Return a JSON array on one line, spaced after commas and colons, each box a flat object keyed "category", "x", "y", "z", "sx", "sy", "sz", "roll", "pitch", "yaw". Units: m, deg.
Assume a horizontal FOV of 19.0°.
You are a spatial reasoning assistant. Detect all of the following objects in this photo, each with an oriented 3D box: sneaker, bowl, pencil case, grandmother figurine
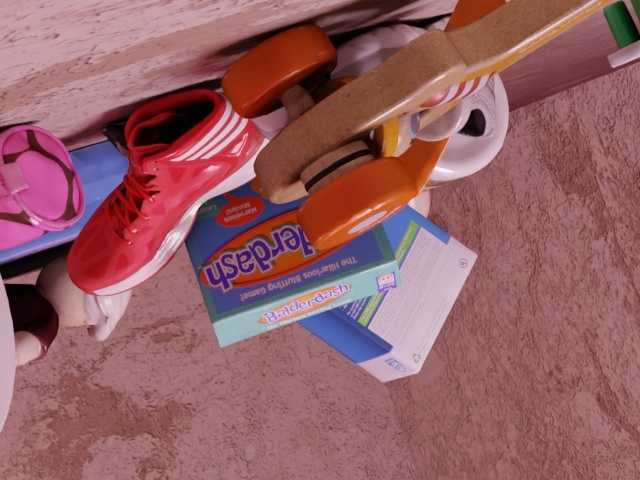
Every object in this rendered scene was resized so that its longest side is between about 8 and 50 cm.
[{"category": "sneaker", "x": 0.060, "y": -0.111, "z": 1.540, "sx": 0.281, "sy": 0.115, "sz": 0.105, "roll": -18, "pitch": 179, "yaw": -45}, {"category": "bowl", "x": -0.265, "y": -0.020, "z": 1.836, "sx": 0.391, "sy": 0.077, "sz": 0.391, "roll": -18, "pitch": 179, "yaw": 0}, {"category": "sneaker", "x": -0.150, "y": -0.089, "z": 1.562, "sx": 0.035, "sy": 0.031, "sz": 0.083, "roll": -46, "pitch": 166, "yaw": 12}, {"category": "pencil case", "x": -0.278, "y": -0.015, "z": 1.367, "sx": 0.209, "sy": 0.095, "sz": 0.098, "roll": -21, "pitch": 163, "yaw": 22}, {"category": "grandmother figurine", "x": -0.321, "y": 0.084, "z": 1.755, "sx": 0.342, "sy": 0.104, "sz": 0.208, "roll": -22, "pitch": -151, "yaw": -31}, {"category": "sneaker", "x": -0.146, "y": -0.048, "z": 1.516, "sx": 0.221, "sy": 0.087, "sz": 0.128, "roll": -44, "pitch": 151, "yaw": 13}]

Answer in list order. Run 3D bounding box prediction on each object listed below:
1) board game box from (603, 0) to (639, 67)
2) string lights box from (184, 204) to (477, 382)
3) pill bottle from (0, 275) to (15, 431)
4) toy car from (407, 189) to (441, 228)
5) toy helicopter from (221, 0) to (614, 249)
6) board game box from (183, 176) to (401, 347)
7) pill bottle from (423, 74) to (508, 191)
[{"category": "board game box", "x": 0.444, "y": -0.256, "z": 1.387, "sx": 0.390, "sy": 0.050, "sz": 0.390, "roll": -24, "pitch": 180, "yaw": -22}, {"category": "string lights box", "x": 0.000, "y": 0.000, "z": 1.721, "sx": 0.133, "sy": 0.260, "sz": 0.077, "roll": -61, "pitch": -164, "yaw": -23}, {"category": "pill bottle", "x": -0.366, "y": 0.087, "z": 0.954, "sx": 0.408, "sy": 0.229, "sz": 0.229, "roll": -19, "pitch": 180, "yaw": 25}, {"category": "toy car", "x": 0.030, "y": -0.083, "z": 2.132, "sx": 0.210, "sy": 0.219, "sz": 0.238, "roll": -20, "pitch": -152, "yaw": 21}, {"category": "toy helicopter", "x": 0.112, "y": -0.127, "z": 1.385, "sx": 0.355, "sy": 0.140, "sz": 0.235, "roll": -31, "pitch": 171, "yaw": 7}, {"category": "board game box", "x": -0.042, "y": -0.031, "z": 1.595, "sx": 0.160, "sy": 0.210, "sz": 0.047, "roll": -19, "pitch": 150, "yaw": -4}, {"category": "pill bottle", "x": 0.064, "y": -0.102, "z": 1.778, "sx": 0.131, "sy": 0.131, "sz": 0.229, "roll": -18, "pitch": 180, "yaw": -28}]
